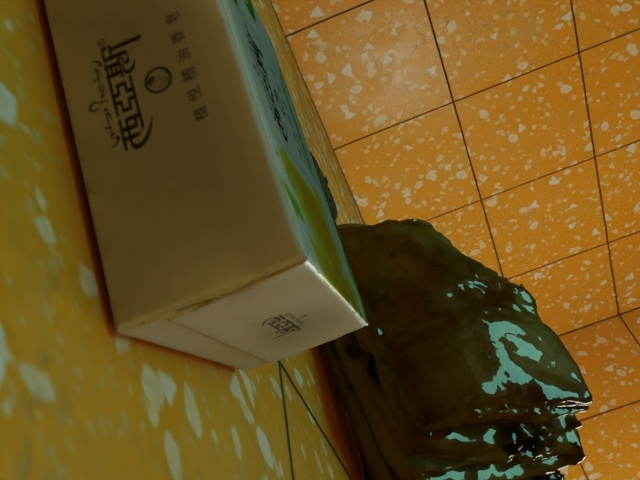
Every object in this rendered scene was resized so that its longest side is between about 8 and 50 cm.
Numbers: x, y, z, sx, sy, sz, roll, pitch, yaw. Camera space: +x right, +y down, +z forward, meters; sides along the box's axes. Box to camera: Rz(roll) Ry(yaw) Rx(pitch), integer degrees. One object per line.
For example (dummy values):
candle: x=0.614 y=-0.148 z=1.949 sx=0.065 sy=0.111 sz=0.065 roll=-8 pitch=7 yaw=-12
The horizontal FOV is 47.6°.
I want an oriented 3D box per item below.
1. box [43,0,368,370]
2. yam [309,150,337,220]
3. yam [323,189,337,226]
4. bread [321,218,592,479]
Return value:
box: x=-0.069 y=-0.060 z=0.471 sx=0.194 sy=0.111 sz=0.260 roll=50 pitch=23 yaw=-71
yam: x=-0.013 y=-0.067 z=1.127 sx=0.070 sy=0.069 sz=0.146 roll=-102 pitch=167 yaw=-55
yam: x=0.000 y=0.000 z=1.035 sx=0.068 sy=0.068 sz=0.169 roll=-71 pitch=140 yaw=-80
bread: x=0.165 y=0.132 z=0.900 sx=0.191 sy=0.314 sz=0.370 roll=-51 pitch=-133 yaw=52
